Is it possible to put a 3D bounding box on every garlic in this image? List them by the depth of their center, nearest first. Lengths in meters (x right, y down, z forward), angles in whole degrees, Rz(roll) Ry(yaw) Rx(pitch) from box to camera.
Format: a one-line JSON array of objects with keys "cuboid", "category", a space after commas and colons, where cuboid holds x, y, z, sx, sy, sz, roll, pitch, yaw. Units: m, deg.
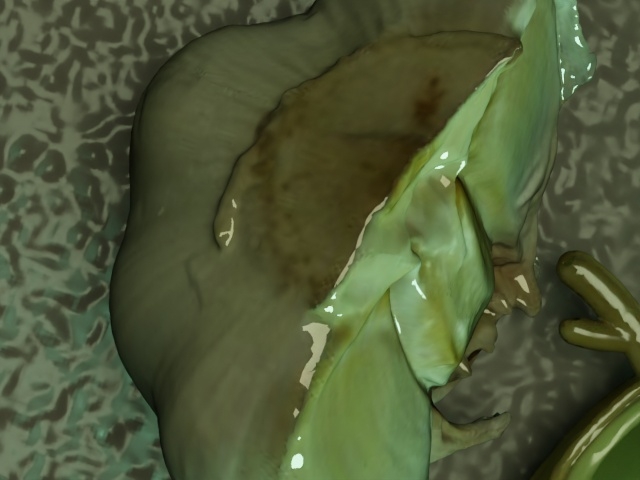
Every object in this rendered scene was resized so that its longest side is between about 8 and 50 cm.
[{"cuboid": [0.000, 0.000, 0.604, 0.143, 0.178, 0.229, 13, 68, 20], "category": "garlic"}]

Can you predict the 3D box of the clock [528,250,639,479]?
[{"cuboid": [0.180, 0.144, 0.652, 0.235, 0.096, 0.308, -12, 92, -9], "category": "clock"}]
